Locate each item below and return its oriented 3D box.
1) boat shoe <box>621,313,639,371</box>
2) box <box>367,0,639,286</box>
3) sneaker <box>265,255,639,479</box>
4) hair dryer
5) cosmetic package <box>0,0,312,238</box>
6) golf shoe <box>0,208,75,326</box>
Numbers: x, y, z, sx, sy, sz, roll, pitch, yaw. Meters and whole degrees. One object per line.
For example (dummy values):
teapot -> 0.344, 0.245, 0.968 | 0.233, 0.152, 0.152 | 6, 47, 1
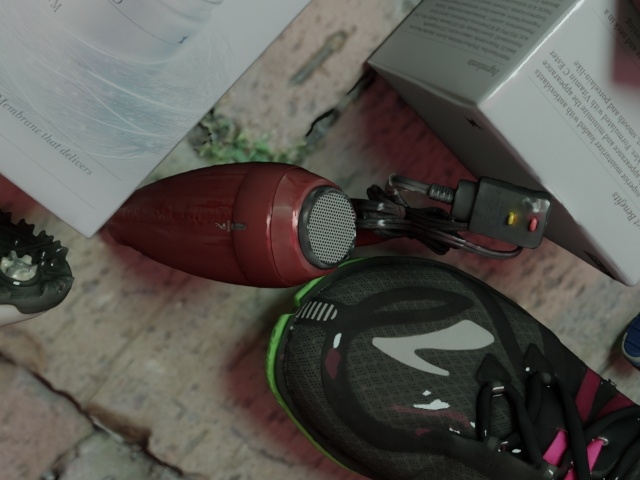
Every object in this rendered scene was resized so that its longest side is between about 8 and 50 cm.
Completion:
boat shoe -> 0.337, 0.068, 0.994 | 0.183, 0.066, 0.066 | -29, 117, -8
box -> 0.156, -0.089, 0.809 | 0.119, 0.182, 0.181 | -47, 117, -1
sneaker -> 0.185, 0.156, 0.866 | 0.483, 0.202, 0.185 | 30, 79, -14
hair dryer -> 0.000, 0.000, 0.797 | 0.294, 0.223, 0.080 | 6, 84, 1
cosmetic package -> -0.150, -0.166, 0.691 | 0.224, 0.138, 0.224 | -47, 117, 5
golf shoe -> -0.295, 0.041, 0.758 | 0.273, 0.105, 0.120 | -2, 125, -13
